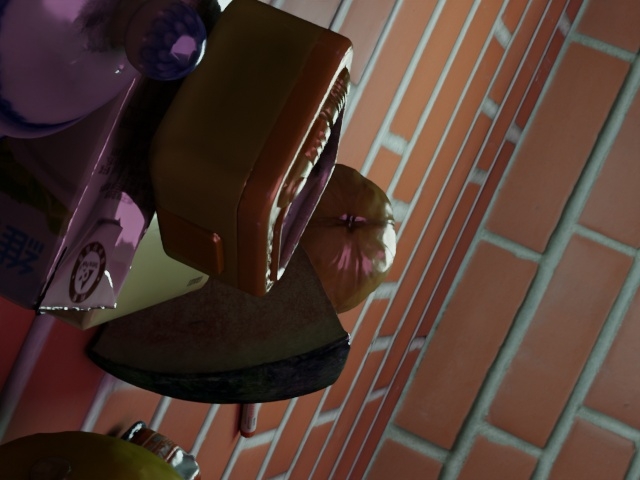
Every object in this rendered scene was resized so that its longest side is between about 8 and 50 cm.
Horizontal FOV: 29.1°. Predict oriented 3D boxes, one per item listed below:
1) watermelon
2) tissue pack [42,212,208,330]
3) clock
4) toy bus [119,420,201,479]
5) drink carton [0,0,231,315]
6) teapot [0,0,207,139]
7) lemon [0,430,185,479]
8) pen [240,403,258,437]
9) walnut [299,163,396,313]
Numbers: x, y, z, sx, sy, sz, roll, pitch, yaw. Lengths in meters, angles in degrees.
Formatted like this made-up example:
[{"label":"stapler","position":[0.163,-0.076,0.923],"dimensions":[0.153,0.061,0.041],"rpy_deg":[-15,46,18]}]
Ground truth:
[{"label":"watermelon","position":[-0.066,0.074,1.407],"dimensions":[0.293,0.250,0.283],"rpy_deg":[-62,169,0]},{"label":"tissue pack","position":[-0.174,-0.029,1.109],"dimensions":[0.159,0.125,0.234],"rpy_deg":[-68,165,14]},{"label":"clock","position":[-0.045,-0.057,0.836],"dimensions":[0.202,0.096,0.143],"rpy_deg":[102,10,-71]},{"label":"toy bus","position":[-0.218,0.348,1.554],"dimensions":[0.121,0.119,0.265],"rpy_deg":[-52,161,-42]},{"label":"drink carton","position":[-0.173,-0.136,0.824],"dimensions":[0.325,0.194,0.132],"rpy_deg":[-65,163,4]},{"label":"teapot","position":[-0.173,-0.153,0.625],"dimensions":[0.424,0.280,0.252],"rpy_deg":[-58,162,-9]},{"label":"lemon","position":[-0.234,0.345,1.131],"dimensions":[0.348,0.348,0.348],"rpy_deg":[-56,162,-28]},{"label":"pen","position":[-0.104,0.228,1.909],"dimensions":[0.028,0.028,0.239],"rpy_deg":[-51,160,-41]},{"label":"walnut","position":[0.000,0.000,1.588],"dimensions":[0.195,0.195,0.222],"rpy_deg":[-59,-179,-18]}]
